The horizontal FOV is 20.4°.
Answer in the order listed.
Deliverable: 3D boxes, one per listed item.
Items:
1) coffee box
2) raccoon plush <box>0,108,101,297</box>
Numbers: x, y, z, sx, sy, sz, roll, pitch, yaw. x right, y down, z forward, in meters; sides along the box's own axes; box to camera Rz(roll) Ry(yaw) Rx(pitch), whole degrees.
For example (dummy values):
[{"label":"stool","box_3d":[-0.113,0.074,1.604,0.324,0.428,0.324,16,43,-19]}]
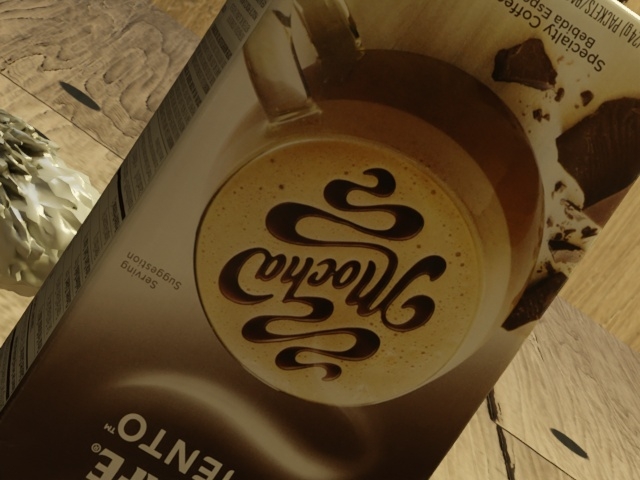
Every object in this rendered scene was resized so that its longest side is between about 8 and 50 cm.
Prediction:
[{"label":"coffee box","box_3d":[0.000,0.000,0.747,0.168,0.297,0.119,31,8,-14]},{"label":"raccoon plush","box_3d":[-0.273,-0.188,0.845,0.446,0.216,0.299,26,-23,5]}]
